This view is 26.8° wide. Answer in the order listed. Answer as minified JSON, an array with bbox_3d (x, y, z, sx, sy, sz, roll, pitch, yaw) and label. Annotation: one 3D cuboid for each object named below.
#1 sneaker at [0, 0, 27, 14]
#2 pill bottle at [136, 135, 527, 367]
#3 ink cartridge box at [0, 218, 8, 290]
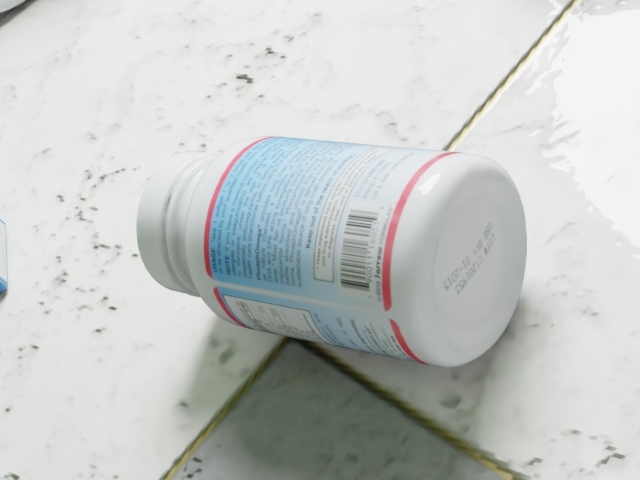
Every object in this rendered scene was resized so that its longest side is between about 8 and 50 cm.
[{"bbox_3d":[-0.187,-0.254,0.878,0.300,0.121,0.111,-34,44,5],"label":"sneaker"},{"bbox_3d":[0.000,0.000,0.575,0.160,0.087,0.087,9,61,37],"label":"pill bottle"},{"bbox_3d":[-0.244,0.012,0.722,0.122,0.088,0.052,-25,48,14],"label":"ink cartridge box"}]
